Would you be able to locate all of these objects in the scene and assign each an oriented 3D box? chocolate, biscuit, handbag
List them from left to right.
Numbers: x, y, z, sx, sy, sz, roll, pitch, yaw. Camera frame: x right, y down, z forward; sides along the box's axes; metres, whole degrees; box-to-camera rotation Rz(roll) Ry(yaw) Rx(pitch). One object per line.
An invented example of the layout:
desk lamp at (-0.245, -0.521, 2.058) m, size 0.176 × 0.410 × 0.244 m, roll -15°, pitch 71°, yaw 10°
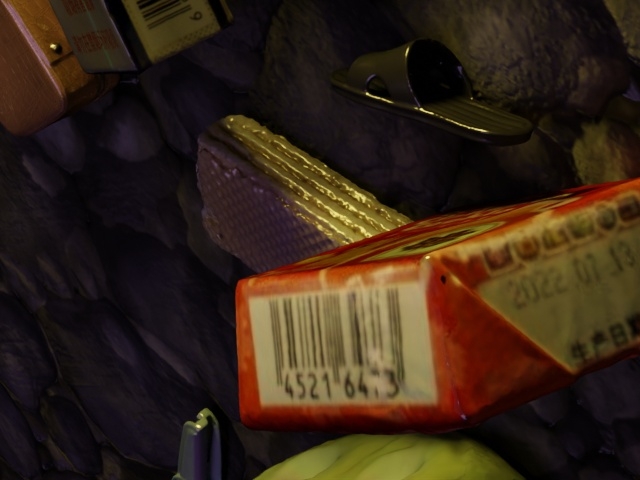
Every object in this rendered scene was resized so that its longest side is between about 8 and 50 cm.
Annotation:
handbag at (-0.264, -0.187, 1.491) m, size 0.193 × 0.072 × 0.151 m, roll 56°, pitch 147°, yaw -2°
biscuit at (0.000, 0.000, 1.317) m, size 0.239 × 0.062 × 0.108 m, roll 34°, pitch 143°, yaw 32°
chocolate at (0.091, 0.040, 1.090) m, size 0.237 × 0.235 × 0.108 m, roll -11°, pitch 95°, yaw 56°

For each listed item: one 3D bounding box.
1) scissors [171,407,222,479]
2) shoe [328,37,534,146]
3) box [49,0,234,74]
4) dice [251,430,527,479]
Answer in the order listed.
scissors at (-0.120, 0.249, 1.709) m, size 0.125 × 0.030 × 0.256 m, roll 40°, pitch 147°, yaw 25°
shoe at (0.075, -0.105, 1.135) m, size 0.159 × 0.062 × 0.053 m, roll 27°, pitch 124°, yaw 38°
box at (-0.183, -0.273, 1.248) m, size 0.310 × 0.084 × 0.198 m, roll 65°, pitch 166°, yaw -13°
dice at (0.044, 0.305, 1.345) m, size 0.250 × 0.252 × 0.254 m, roll -2°, pitch 118°, yaw 53°
